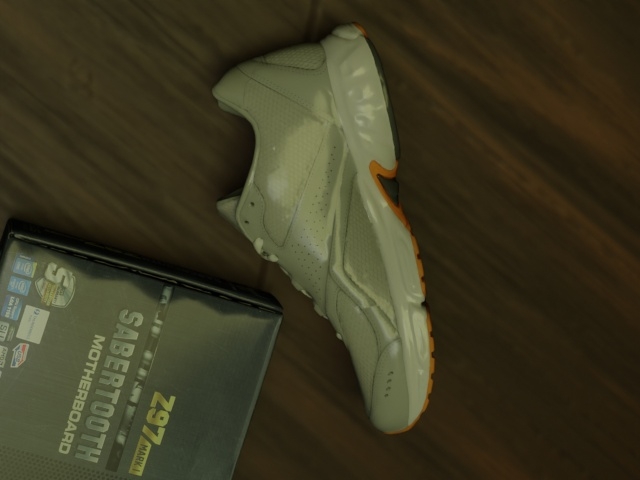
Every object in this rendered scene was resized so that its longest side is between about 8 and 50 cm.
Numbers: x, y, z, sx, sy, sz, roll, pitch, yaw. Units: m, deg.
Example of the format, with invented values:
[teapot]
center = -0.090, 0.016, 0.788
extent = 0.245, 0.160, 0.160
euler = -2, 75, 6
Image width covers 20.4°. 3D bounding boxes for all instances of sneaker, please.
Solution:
[sneaker]
center = 0.000, 0.000, 1.133
extent = 0.121, 0.099, 0.262
euler = -12, 95, 0

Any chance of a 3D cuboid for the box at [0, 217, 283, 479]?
[box]
center = -0.145, 0.122, 1.139
extent = 0.183, 0.059, 0.232
euler = 17, 97, -14
